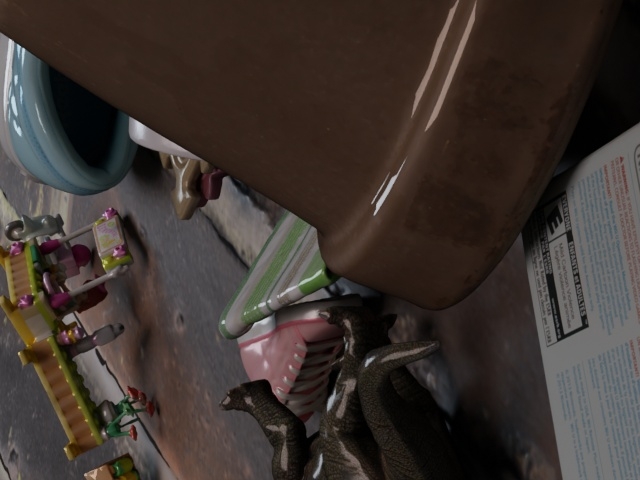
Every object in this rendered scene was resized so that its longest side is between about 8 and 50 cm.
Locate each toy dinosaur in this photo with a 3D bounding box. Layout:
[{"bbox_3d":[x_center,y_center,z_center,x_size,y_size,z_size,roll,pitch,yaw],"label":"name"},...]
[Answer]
[{"bbox_3d":[0.030,0.126,0.965,0.313,0.121,0.160,-42,65,53],"label":"toy dinosaur"}]

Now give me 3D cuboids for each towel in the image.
[{"bbox_3d":[0.000,0.000,1.035,0.113,0.023,0.152,-60,15,-25],"label":"towel"}]

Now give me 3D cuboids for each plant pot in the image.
[{"bbox_3d":[-0.013,-0.123,0.778,0.263,0.229,0.263,-163,90,-80],"label":"plant pot"}]

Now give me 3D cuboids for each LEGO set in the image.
[{"bbox_3d":[-0.176,0.076,1.438,0.132,0.107,0.287,63,-178,-56],"label":"LEGO set"}]

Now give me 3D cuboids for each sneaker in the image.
[{"bbox_3d":[-0.175,-0.210,1.366,0.150,0.135,0.366,25,122,55],"label":"sneaker"},{"bbox_3d":[-0.007,0.074,1.086,0.134,0.051,0.070,-27,73,62],"label":"sneaker"}]

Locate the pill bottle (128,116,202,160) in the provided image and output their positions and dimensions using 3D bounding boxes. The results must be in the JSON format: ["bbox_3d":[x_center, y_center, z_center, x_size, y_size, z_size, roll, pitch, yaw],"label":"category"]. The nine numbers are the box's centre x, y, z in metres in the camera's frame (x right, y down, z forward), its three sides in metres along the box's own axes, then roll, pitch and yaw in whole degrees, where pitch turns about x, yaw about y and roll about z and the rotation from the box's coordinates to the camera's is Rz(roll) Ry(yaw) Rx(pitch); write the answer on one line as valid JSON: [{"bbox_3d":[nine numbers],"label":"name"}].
[{"bbox_3d":[-0.025,-0.187,0.968,0.161,0.161,0.283,-151,65,-62],"label":"pill bottle"}]

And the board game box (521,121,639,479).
[{"bbox_3d":[0.191,0.042,0.594,0.303,0.097,0.224,144,121,-62],"label":"board game box"}]

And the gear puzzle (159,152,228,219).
[{"bbox_3d":[-0.041,-0.181,1.167,0.339,0.044,0.175,118,144,-42],"label":"gear puzzle"}]
